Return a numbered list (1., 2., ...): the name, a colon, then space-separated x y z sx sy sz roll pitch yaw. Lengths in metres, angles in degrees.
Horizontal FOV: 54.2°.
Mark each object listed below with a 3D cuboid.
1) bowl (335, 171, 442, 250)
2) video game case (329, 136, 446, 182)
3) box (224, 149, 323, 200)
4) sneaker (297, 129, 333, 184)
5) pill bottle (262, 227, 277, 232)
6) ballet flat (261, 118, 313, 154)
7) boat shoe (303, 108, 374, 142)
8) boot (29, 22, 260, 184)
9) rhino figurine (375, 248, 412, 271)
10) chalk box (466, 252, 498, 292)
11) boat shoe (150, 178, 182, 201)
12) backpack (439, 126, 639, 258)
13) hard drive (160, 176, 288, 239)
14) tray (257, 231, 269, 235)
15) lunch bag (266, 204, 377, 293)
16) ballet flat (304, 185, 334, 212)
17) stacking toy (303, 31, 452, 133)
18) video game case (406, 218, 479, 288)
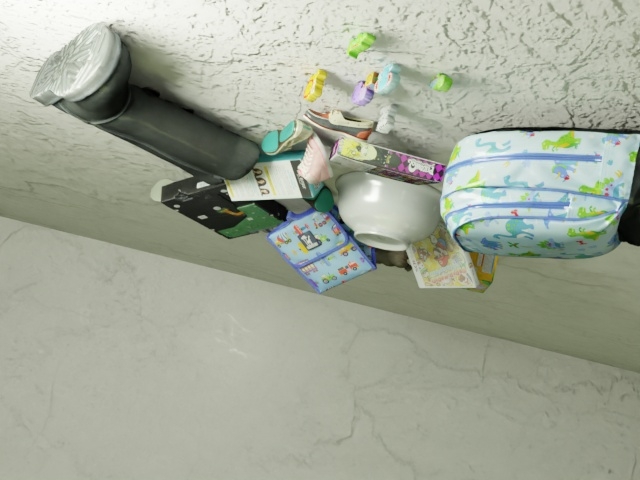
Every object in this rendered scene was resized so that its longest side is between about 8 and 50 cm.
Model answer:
1. bowl: 0.168 -0.057 1.589 0.298 0.134 0.298 13 168 3
2. video game case: 0.127 -0.158 1.279 0.210 0.041 0.232 15 -177 -3
3. box: -0.120 -0.155 1.498 0.244 0.060 0.100 0 123 31
4. sneaker: -0.020 -0.173 1.359 0.070 0.051 0.134 -24 140 -3
5. pill bottle: -0.146 -0.059 2.049 0.067 0.067 0.120 23 164 -35
6. ballet flat: -0.071 -0.216 1.349 0.052 0.057 0.168 10 171 -29
7. boat shoe: 0.035 -0.230 1.205 0.137 0.043 0.049 18 -153 -9
8. boot: -0.310 -0.241 1.271 0.445 0.146 0.367 29 170 -37
9. rhino figurine: 0.211 0.047 2.115 0.243 0.073 0.106 11 173 41
10. chalk box: 0.440 0.072 1.850 0.132 0.132 0.213 12 168 9
11. boat shoe: -0.441 -0.146 1.969 0.228 0.079 0.081 0 157 37
12. backpack: 0.388 -0.082 1.085 0.356 0.273 0.290 22 178 24
13. hard drive: -0.279 -0.104 1.882 0.237 0.064 0.339 -13 155 26
14. tray: -0.143 -0.041 2.206 0.271 0.030 0.145 7 166 28
15. lunch bag: 0.000 0.000 1.892 0.221 0.138 0.293 -27 129 28
16. ballet flat: -0.024 -0.129 1.655 0.074 0.074 0.203 9 172 23
17. stacking toy: 0.089 -0.252 1.033 0.167 0.052 0.221 19 165 -22
18. video game case: 0.320 0.035 1.729 0.026 0.206 0.227 -26 -171 -31
